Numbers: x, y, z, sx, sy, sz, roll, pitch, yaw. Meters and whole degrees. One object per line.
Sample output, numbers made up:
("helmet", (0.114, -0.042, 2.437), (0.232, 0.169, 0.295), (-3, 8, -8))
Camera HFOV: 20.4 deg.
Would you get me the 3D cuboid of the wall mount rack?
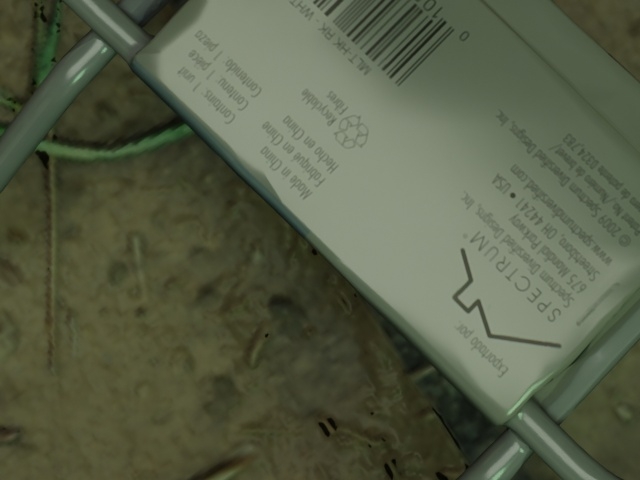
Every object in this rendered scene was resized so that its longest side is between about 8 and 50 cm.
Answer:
("wall mount rack", (0.000, 0.000, 0.646), (0.350, 0.130, 0.304), (44, 85, 2))
